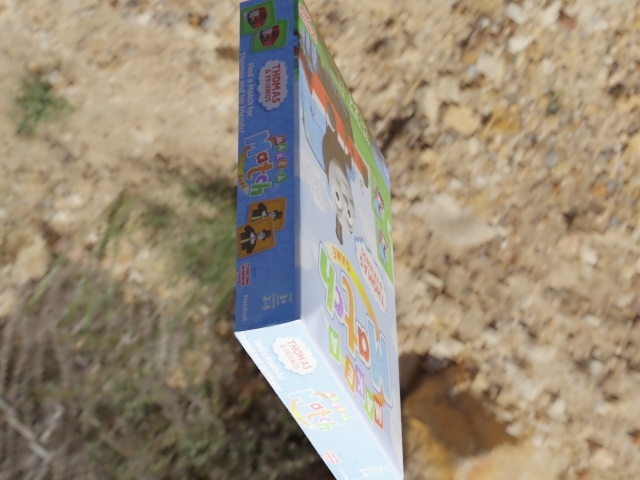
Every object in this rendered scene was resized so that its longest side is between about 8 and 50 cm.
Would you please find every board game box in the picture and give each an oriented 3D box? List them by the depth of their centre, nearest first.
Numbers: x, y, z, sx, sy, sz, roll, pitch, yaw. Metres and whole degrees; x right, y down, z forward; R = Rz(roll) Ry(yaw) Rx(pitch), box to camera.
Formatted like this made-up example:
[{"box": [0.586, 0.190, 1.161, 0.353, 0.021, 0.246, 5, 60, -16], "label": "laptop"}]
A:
[{"box": [0.000, 0.000, 0.935, 0.039, 0.211, 0.160, -12, 142, 15], "label": "board game box"}]
